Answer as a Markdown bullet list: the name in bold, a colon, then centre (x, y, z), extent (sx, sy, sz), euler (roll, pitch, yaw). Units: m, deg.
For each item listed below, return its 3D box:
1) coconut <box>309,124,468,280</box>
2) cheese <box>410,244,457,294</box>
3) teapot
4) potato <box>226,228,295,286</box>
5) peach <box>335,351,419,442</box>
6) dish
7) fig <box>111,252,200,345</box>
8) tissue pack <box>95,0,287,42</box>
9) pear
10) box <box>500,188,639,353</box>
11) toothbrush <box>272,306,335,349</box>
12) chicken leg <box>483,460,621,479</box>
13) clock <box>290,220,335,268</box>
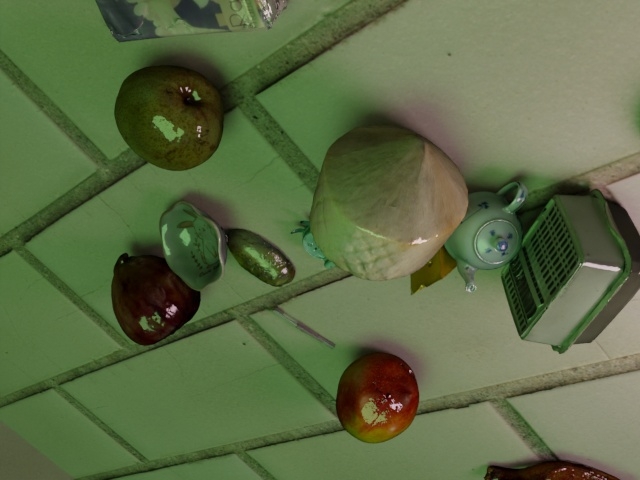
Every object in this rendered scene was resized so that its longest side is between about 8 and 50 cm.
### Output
- **coconut**: centre (0.134, -0.083, 1.414), extent (0.329, 0.328, 0.328), euler (12, 134, 13)
- **cheese**: centre (0.243, 0.044, 1.559), extent (0.126, 0.171, 0.093), euler (45, 132, -18)
- **teapot**: centre (0.334, -0.012, 1.460), extent (0.159, 0.159, 0.232), euler (28, 100, -2)
- **potato**: centre (-0.152, 0.051, 1.824), extent (0.119, 0.054, 0.198), euler (-23, 118, 40)
- **peach**: centre (0.144, 0.400, 1.890), extent (0.231, 0.231, 0.231), euler (12, 134, 13)
- **dish**: centre (-0.289, 0.005, 1.802), extent (0.229, 0.081, 0.229), euler (17, 119, 34)
- **fig**: centre (-0.427, 0.146, 1.913), extent (0.263, 0.224, 0.224), euler (45, 152, 43)
- **tissue pack**: centre (-0.246, -0.492, 1.317), extent (0.344, 0.125, 0.242), euler (1, 130, 20)
- **pear**: centre (-0.301, -0.255, 1.510), extent (0.228, 0.188, 0.211), euler (46, 135, -16)
- **box**: centre (0.487, 0.063, 1.438), extent (0.166, 0.220, 0.290), euler (8, 136, -13)
- **toothbrush**: centre (-0.044, 0.233, 1.965), extent (0.194, 0.017, 0.014), euler (34, 134, -9)
- **chicken leg**: centre (0.638, 0.643, 1.997), extent (0.407, 0.095, 0.158), euler (1, 150, 25)
- **clock**: centre (0.000, 0.000, 1.716), extent (0.135, 0.041, 0.101), euler (35, 134, -10)
